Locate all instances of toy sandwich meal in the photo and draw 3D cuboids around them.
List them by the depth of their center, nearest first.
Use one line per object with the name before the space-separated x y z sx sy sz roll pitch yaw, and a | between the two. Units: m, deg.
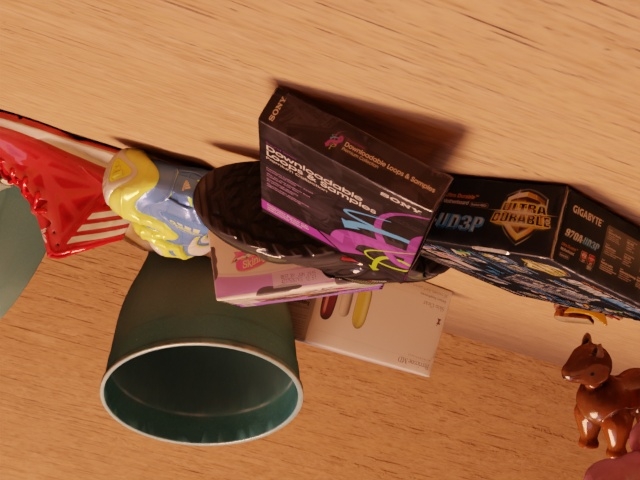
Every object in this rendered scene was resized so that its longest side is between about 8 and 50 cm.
toy sandwich meal | 0.321 0.089 1.208 0.086 0.029 0.085 16 175 2

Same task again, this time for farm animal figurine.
farm animal figurine | 0.350 0.126 0.804 0.327 0.172 0.330 -2 -170 -4

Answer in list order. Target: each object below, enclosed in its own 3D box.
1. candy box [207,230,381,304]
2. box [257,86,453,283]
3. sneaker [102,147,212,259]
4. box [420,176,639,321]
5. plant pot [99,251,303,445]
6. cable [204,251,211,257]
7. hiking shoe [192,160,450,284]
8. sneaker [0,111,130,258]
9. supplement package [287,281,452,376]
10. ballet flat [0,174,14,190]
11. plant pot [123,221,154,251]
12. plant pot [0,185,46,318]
candy box | -0.019 0.022 1.026 0.165 0.070 0.196 -7 174 1
box | 0.016 -0.029 0.642 0.116 0.029 0.162 28 162 7
sneaker | -0.126 -0.023 1.055 0.126 0.091 0.240 13 173 20
box | 0.163 0.009 0.749 0.220 0.051 0.175 21 173 -41
plant pot | -0.160 0.115 1.427 0.272 0.255 0.271 -1 141 -1
cable | -0.211 -0.028 1.331 0.287 0.072 0.139 14 176 21
hiking shoe | 0.000 0.000 0.867 0.227 0.086 0.114 15 160 1
sneaker | -0.298 -0.053 1.041 0.221 0.128 0.087 15 174 -7
supplement package | 0.036 0.105 1.594 0.262 0.145 0.204 19 174 -36
ballet flat | -0.386 -0.101 1.173 0.079 0.076 0.221 -4 171 6
plant pot | -0.303 -0.046 1.334 0.236 0.032 0.236 29 171 5
plant pot | -0.499 -0.014 1.462 0.166 0.234 0.166 14 173 18
